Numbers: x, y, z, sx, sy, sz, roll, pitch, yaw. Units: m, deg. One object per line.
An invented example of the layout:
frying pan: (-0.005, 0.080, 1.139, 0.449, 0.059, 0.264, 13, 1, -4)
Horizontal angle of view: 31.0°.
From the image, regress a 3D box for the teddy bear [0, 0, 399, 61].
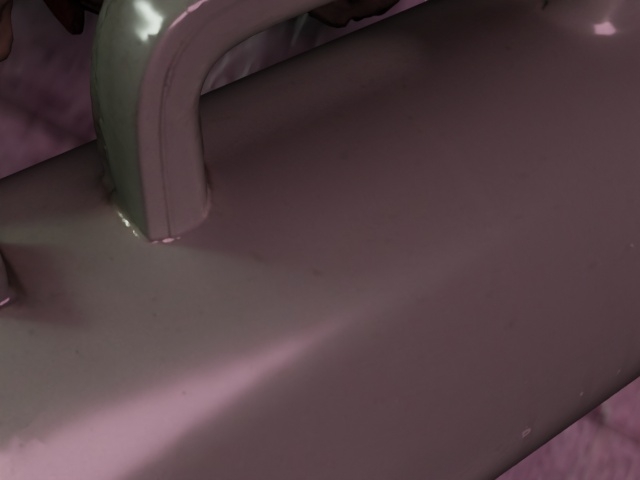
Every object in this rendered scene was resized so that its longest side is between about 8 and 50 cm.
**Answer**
teddy bear: (-0.139, -0.238, 0.458, 0.357, 0.224, 0.367, -28, 70, -34)

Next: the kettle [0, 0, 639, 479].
kettle: (-0.006, 0.001, 0.465, 0.318, 0.205, 0.265, -26, 109, -21)
